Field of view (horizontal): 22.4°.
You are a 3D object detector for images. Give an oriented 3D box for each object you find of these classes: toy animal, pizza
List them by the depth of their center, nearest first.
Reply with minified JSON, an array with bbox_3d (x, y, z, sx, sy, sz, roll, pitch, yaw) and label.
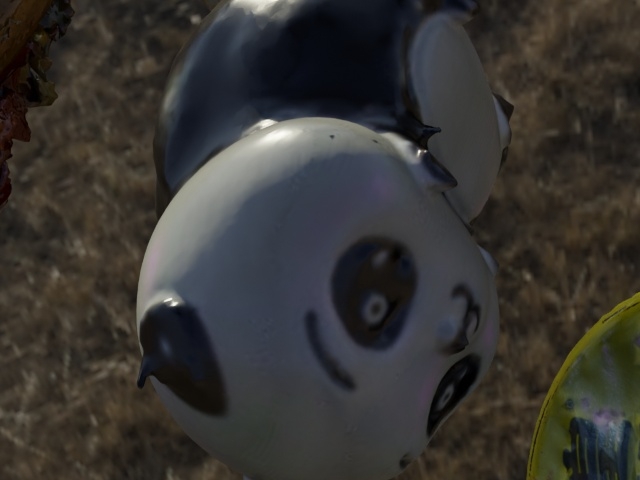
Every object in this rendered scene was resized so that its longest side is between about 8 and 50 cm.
[{"bbox_3d":[-0.149,-0.029,0.642,0.053,0.193,0.201,32,79,-7],"label":"pizza"},{"bbox_3d":[0.000,0.000,0.988,0.251,0.251,0.310,4,53,17],"label":"toy animal"}]

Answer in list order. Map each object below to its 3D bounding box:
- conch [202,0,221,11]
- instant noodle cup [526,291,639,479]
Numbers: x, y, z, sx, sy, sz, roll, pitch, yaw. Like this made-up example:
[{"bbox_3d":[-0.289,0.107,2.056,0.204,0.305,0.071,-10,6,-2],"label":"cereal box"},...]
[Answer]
[{"bbox_3d":[-0.052,-0.287,1.598,0.183,0.275,0.149,13,46,36],"label":"conch"},{"bbox_3d":[0.335,0.185,1.064,0.254,0.325,0.325,3,33,-38],"label":"instant noodle cup"}]
